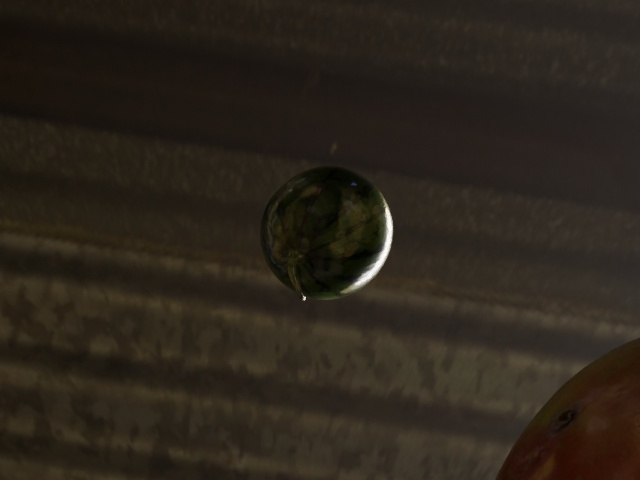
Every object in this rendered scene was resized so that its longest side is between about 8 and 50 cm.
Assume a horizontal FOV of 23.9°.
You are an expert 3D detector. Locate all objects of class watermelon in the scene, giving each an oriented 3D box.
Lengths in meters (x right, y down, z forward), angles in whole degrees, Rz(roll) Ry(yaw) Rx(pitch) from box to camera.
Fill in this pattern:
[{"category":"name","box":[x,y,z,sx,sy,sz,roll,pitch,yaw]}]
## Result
[{"category":"watermelon","box":[0.001,-0.005,1.091,0.109,0.109,0.109,1,-109,-2]}]

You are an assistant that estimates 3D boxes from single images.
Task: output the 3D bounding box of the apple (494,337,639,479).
[{"category":"apple","box":[0.279,0.233,1.039,0.348,0.277,0.349,-7,-73,-24]}]
